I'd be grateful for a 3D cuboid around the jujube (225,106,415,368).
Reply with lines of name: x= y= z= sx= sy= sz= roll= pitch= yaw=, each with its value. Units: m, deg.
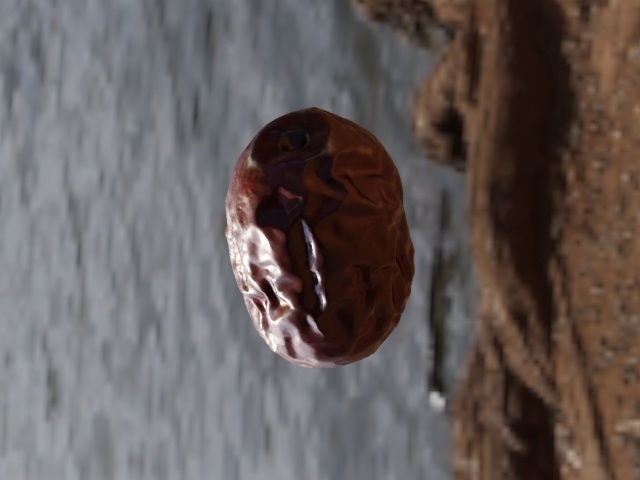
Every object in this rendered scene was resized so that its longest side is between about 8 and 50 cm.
jujube: x=0.000 y=0.000 z=1.771 sx=0.174 sy=0.174 sz=0.250 roll=-115 pitch=7 yaw=-53
